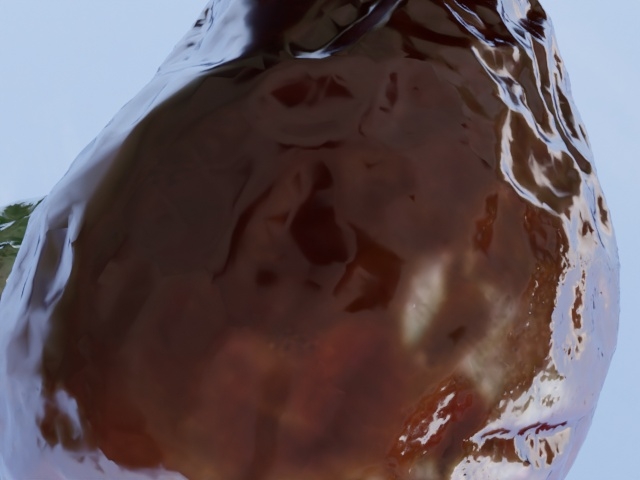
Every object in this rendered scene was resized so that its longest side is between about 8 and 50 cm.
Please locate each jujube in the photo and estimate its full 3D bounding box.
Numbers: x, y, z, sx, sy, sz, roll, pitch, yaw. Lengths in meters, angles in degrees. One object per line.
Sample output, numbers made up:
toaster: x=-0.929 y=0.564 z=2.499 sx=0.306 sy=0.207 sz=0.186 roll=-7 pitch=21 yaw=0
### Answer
jujube: x=0.000 y=0.000 z=0.560 sx=0.190 sy=0.190 sz=0.255 roll=10 pitch=-131 yaw=-1

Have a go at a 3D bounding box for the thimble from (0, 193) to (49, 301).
thimble: x=-0.105 y=0.086 z=0.877 sx=0.219 sy=0.150 sz=0.219 roll=19 pitch=-133 yaw=-22
